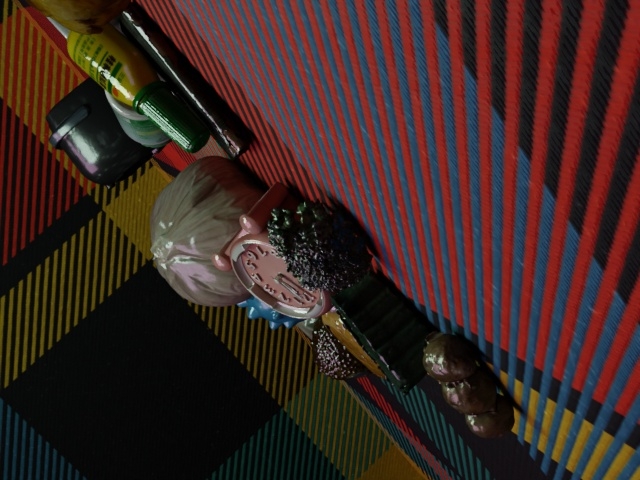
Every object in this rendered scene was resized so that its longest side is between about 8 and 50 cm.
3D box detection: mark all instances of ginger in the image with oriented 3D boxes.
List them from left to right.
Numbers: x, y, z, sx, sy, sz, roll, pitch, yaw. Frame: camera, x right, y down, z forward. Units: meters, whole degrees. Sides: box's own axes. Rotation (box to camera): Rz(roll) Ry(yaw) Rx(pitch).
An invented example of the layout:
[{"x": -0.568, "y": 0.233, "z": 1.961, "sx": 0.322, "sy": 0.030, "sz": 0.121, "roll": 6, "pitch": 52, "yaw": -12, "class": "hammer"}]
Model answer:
[{"x": 0.232, "y": 0.230, "z": 1.575, "sx": 0.204, "sy": 0.080, "sz": 0.104, "roll": 54, "pitch": 164, "yaw": -27, "class": "ginger"}]

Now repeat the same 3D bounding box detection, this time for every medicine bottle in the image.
[{"x": -0.311, "y": -0.267, "z": 1.743, "sx": 0.309, "sy": 0.076, "sz": 0.111, "roll": 41, "pitch": 139, "yaw": 9, "class": "medicine bottle"}, {"x": -0.338, "y": -0.265, "z": 1.978, "sx": 0.133, "sy": 0.133, "sz": 0.274, "roll": 47, "pitch": 171, "yaw": 4, "class": "medicine bottle"}]

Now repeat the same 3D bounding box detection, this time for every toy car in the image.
[{"x": -0.104, "y": 0.095, "z": 2.267, "sx": 0.255, "sy": 0.190, "sz": 0.188, "roll": 40, "pitch": 170, "yaw": 51, "class": "toy car"}]

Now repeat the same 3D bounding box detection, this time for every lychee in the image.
[{"x": 0.053, "y": 0.219, "z": 2.199, "sx": 0.171, "sy": 0.171, "sz": 0.171, "roll": 46, "pitch": 171, "yaw": 9, "class": "lychee"}]

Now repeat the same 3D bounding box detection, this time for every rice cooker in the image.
[{"x": -0.493, "y": -0.261, "z": 2.366, "sx": 0.224, "sy": 0.267, "sz": 0.267, "roll": 52, "pitch": 171, "yaw": -5, "class": "rice cooker"}]

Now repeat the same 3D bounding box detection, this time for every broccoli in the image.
[{"x": 0.000, "y": 0.000, "z": 1.599, "sx": 0.160, "sy": 0.167, "sz": 0.154, "roll": -93, "pitch": 4, "yaw": -60, "class": "broccoli"}]

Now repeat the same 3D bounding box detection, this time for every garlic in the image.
[{"x": -0.219, "y": 0.001, "z": 2.065, "sx": 0.317, "sy": 0.259, "sz": 0.317, "roll": 15, "pitch": 110, "yaw": 50, "class": "garlic"}]

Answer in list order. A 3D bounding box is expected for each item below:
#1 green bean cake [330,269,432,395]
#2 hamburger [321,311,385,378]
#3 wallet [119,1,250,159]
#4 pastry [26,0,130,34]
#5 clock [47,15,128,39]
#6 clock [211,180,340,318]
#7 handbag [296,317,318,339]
[{"x": 0.113, "y": 0.157, "z": 1.747, "sx": 0.208, "sy": 0.107, "sz": 0.193, "roll": 47, "pitch": 174, "yaw": 11, "class": "green bean cake"}, {"x": 0.098, "y": 0.173, "z": 1.922, "sx": 0.214, "sy": 0.108, "sz": 0.214, "roll": 41, "pitch": 170, "yaw": 8, "class": "hamburger"}, {"x": -0.239, "y": -0.270, "z": 1.762, "sx": 0.317, "sy": 0.044, "sz": 0.169, "roll": 49, "pitch": 173, "yaw": -6, "class": "wallet"}, {"x": -0.411, "y": -0.447, "z": 1.457, "sx": 0.356, "sy": 0.164, "sz": 0.356, "roll": 43, "pitch": 175, "yaw": 4, "class": "pastry"}, {"x": -0.479, "y": -0.450, "z": 1.915, "sx": 0.262, "sy": 0.116, "sz": 0.231, "roll": 48, "pitch": 172, "yaw": 2, "class": "clock"}, {"x": -0.045, "y": 0.032, "z": 1.831, "sx": 0.241, "sy": 0.142, "sz": 0.227, "roll": 40, "pitch": 147, "yaw": -1, "class": "clock"}, {"x": -0.027, "y": 0.156, "z": 2.435, "sx": 0.270, "sy": 0.117, "sz": 0.182, "roll": 43, "pitch": 162, "yaw": 33, "class": "handbag"}]
